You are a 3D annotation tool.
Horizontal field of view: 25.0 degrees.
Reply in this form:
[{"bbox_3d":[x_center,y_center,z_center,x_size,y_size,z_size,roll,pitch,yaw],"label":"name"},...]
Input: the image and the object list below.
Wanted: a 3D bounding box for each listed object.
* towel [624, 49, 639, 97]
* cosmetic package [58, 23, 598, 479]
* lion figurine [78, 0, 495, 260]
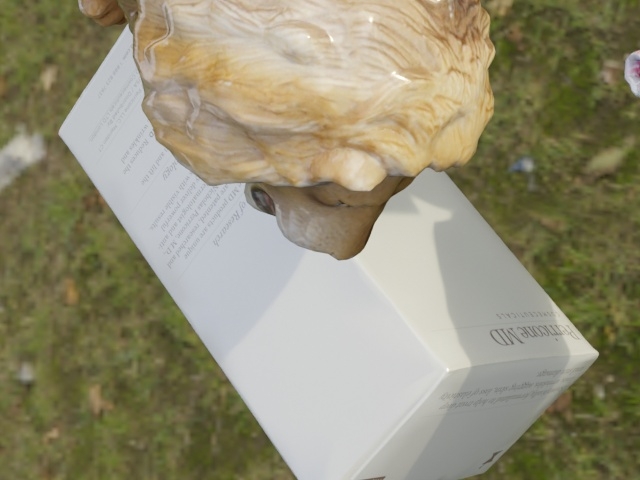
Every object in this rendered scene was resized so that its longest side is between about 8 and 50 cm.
[{"bbox_3d":[0.185,-0.028,0.324,0.144,0.197,0.029,-129,43,-74],"label":"towel"},{"bbox_3d":[0.000,0.000,1.089,0.385,0.217,0.156,50,118,25],"label":"cosmetic package"},{"bbox_3d":[0.025,-0.172,0.615,0.240,0.142,0.392,11,54,36],"label":"lion figurine"}]
